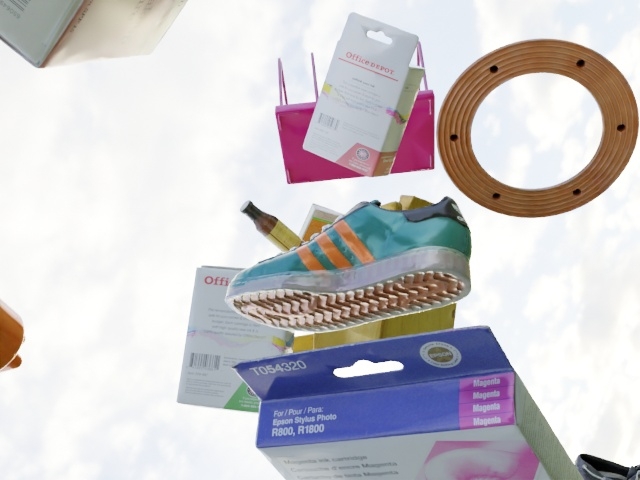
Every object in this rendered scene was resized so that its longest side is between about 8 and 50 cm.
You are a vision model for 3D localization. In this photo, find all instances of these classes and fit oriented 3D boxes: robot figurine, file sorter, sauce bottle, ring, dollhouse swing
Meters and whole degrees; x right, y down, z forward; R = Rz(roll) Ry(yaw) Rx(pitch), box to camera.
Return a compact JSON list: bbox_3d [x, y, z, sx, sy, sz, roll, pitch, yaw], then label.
[{"bbox_3d":[-0.542,0.125,1.559,0.158,0.128,0.219,-55,-36,-18],"label":"robot figurine"},{"bbox_3d":[0.065,-0.254,1.968,0.202,0.290,0.182,82,-177,-53],"label":"file sorter"},{"bbox_3d":[-0.083,-0.021,1.749,0.128,0.042,0.042,43,-114,-22],"label":"sauce bottle"},{"bbox_3d":[0.364,-0.186,1.726,0.032,0.336,0.337,-83,-7,-57],"label":"ring"},{"bbox_3d":[0.044,0.080,1.781,0.347,0.304,0.315,12,-95,-62],"label":"dollhouse swing"}]

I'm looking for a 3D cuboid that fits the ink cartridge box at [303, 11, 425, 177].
[{"bbox_3d":[0.066,-0.198,1.391,0.067,0.115,0.198,-14,-54,-63],"label":"ink cartridge box"}]

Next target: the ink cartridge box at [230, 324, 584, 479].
[{"bbox_3d":[0.101,0.242,1.164,0.330,0.324,0.071,53,-143,-36],"label":"ink cartridge box"}]

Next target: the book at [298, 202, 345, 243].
[{"bbox_3d":[0.000,0.000,2.237,0.096,0.035,0.144,18,-68,-19],"label":"book"}]

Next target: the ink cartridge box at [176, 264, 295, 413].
[{"bbox_3d":[-0.121,0.152,1.549,0.093,0.154,0.213,55,-140,-75],"label":"ink cartridge box"}]

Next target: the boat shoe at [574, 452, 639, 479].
[{"bbox_3d":[0.518,0.403,1.694,0.075,0.206,0.065,-26,-59,-60],"label":"boat shoe"}]

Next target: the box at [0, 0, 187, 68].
[{"bbox_3d":[-0.213,-0.258,0.942,0.149,0.127,0.232,-52,-4,20],"label":"box"}]

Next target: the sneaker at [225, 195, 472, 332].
[{"bbox_3d":[0.033,0.025,1.185,0.108,0.302,0.121,54,-145,-47],"label":"sneaker"}]
